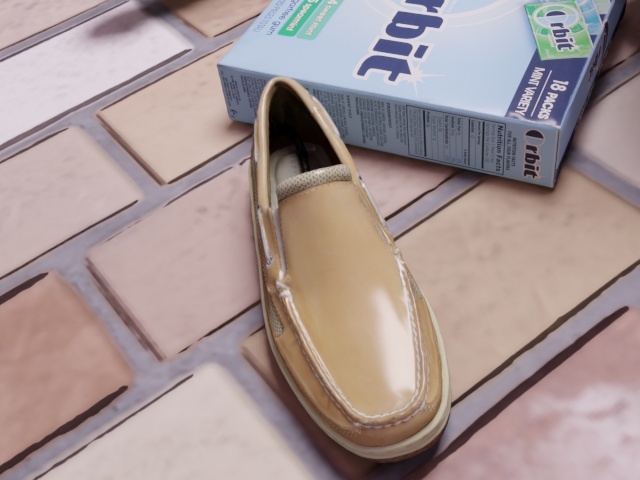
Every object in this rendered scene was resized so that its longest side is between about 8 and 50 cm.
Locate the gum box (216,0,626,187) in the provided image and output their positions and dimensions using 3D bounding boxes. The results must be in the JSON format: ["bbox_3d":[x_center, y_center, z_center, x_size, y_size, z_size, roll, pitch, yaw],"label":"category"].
[{"bbox_3d":[0.061,-0.113,0.473,0.184,0.041,0.157,16,51,22],"label":"gum box"}]

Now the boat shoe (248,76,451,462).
[{"bbox_3d":[0.000,0.000,0.356,0.068,0.072,0.190,-18,47,-8],"label":"boat shoe"}]
